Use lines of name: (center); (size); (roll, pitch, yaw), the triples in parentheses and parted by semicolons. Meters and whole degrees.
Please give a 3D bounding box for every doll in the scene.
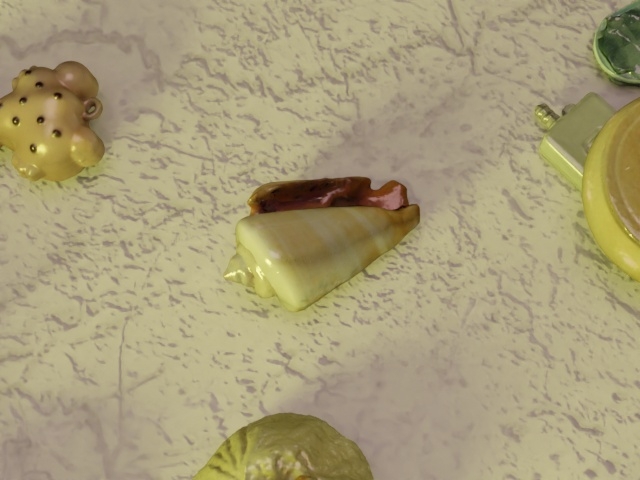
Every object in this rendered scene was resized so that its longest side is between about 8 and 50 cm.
doll: (-0.402, -0.146, 1.885); (0.278, 0.119, 0.154); (1, 72, 12)

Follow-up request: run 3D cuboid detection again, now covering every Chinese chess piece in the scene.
Chinese chess piece: (0.432, -0.060, 1.780); (0.251, 0.097, 0.251); (0, 73, 0)

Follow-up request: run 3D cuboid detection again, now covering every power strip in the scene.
power strip: (0.392, -0.059, 1.861); (0.098, 0.058, 0.338); (-43, 76, -10)

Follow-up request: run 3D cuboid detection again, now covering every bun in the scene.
bun: (-0.039, 0.299, 1.724); (0.220, 0.134, 0.220); (0, 69, 0)

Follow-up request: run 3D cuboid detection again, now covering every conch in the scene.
conch: (-0.003, 0.009, 1.835); (0.255, 0.127, 0.158); (-8, 41, -23)

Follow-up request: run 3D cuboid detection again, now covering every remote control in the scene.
remote control: (0.459, -0.276, 1.927); (0.247, 0.052, 0.104); (-26, 73, -6)
